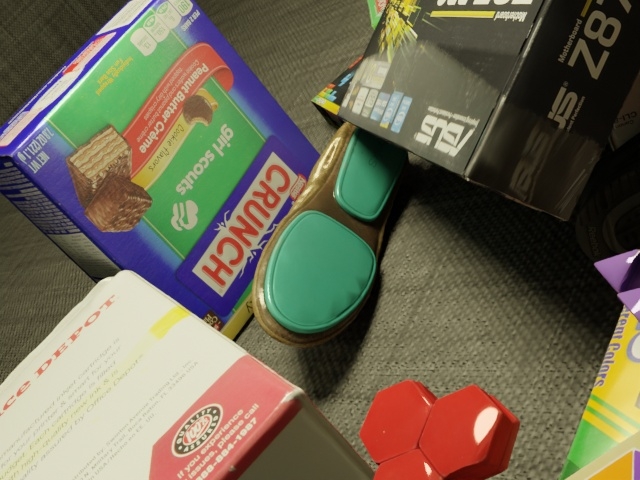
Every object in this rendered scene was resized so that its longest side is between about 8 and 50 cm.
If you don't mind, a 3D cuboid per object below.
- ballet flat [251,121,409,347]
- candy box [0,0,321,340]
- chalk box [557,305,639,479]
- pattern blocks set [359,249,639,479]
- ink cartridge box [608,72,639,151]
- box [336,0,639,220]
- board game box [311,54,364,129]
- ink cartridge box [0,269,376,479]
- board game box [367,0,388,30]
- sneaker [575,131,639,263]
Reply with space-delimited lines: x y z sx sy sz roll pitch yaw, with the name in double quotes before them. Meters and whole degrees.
"ballet flat" 0.000 0.000 0.930 0.124 0.116 0.342 -45 17 45
"candy box" -0.161 -0.069 0.988 0.122 0.317 0.268 3 51 51
"chalk box" 0.280 0.091 0.354 0.289 0.180 0.179 -6 43 49
"pattern blocks set" 0.132 0.129 0.284 0.285 0.026 0.324 -35 36 24
"ink cartridge box" 0.287 -0.175 0.781 0.128 0.127 0.176 -21 33 17
"box" 0.156 -0.212 0.760 0.395 0.097 0.318 -128 59 -71
"board game box" 0.078 -0.196 1.168 0.141 0.048 0.170 -43 28 -2
"ink cartridge box" -0.154 0.206 0.744 0.279 0.160 0.385 -47 29 -12
"board game box" 0.169 -0.435 1.408 0.214 0.046 0.317 -31 29 18
"sneaker" 0.316 -0.083 0.656 0.286 0.109 0.130 -24 21 20
